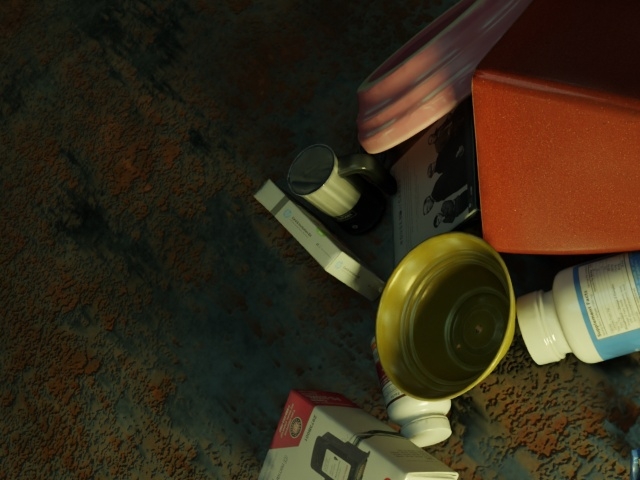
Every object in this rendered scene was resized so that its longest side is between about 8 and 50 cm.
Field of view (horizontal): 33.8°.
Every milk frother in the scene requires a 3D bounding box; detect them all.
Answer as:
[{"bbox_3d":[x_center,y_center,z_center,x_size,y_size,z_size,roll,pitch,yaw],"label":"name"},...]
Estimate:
[{"bbox_3d":[0.034,-0.108,1.556,0.129,0.135,0.143,-34,49,18],"label":"milk frother"}]

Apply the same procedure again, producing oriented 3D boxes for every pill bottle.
[{"bbox_3d":[0.360,0.079,1.291,0.222,0.124,0.124,-20,60,23],"label":"pill bottle"},{"bbox_3d":[0.123,0.193,1.401,0.086,0.086,0.152,-25,59,19],"label":"pill bottle"}]

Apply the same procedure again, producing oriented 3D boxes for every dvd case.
[{"bbox_3d":[0.160,-0.072,1.448,0.238,0.030,0.179,135,141,-58],"label":"dvd case"}]

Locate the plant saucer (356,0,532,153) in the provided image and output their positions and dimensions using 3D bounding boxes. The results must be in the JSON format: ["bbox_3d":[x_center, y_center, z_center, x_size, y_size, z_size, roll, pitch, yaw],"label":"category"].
[{"bbox_3d":[0.172,-0.253,1.451,0.332,0.084,0.332,-38,11,8],"label":"plant saucer"}]

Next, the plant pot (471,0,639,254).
[{"bbox_3d":[0.351,-0.135,1.264,0.236,0.267,0.267,16,46,29],"label":"plant pot"}]

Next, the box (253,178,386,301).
[{"bbox_3d":[0.000,0.000,1.524,0.038,0.145,0.186,-47,53,5],"label":"box"}]

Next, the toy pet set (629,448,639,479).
[{"bbox_3d":[0.425,0.273,1.219,0.114,0.065,0.122,-6,63,-11],"label":"toy pet set"}]

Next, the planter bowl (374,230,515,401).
[{"bbox_3d":[0.178,0.104,1.333,0.217,0.090,0.217,-21,59,40],"label":"planter bowl"}]

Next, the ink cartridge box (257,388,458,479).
[{"bbox_3d":[0.037,0.317,1.338,0.237,0.100,0.171,28,101,47],"label":"ink cartridge box"}]
